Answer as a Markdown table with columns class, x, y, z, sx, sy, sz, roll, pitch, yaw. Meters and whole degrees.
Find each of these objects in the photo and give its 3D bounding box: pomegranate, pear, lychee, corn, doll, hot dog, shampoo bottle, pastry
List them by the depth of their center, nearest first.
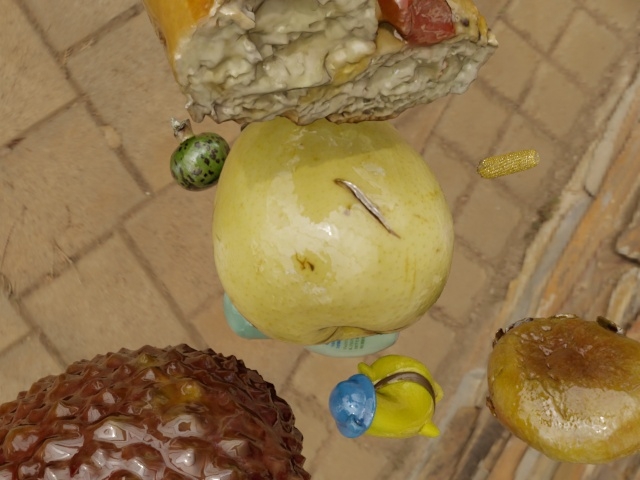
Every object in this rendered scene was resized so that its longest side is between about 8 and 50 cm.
| class | x | y | z | sx | sy | sz | roll | pitch | yaw |
| --- | --- | --- | --- | --- | --- | --- | --- | --- | --- |
| lychee | -0.125 | 0.203 | 0.655 | 0.304 | 0.276 | 0.276 | 8 | 93 | -16 |
| hot dog | -0.036 | -0.300 | 0.762 | 0.367 | 0.196 | 0.365 | -9 | 65 | -51 |
| corn | 0.226 | -0.094 | 1.072 | 0.028 | 0.083 | 0.027 | 48 | 44 | -34 |
| pear | 0.013 | -0.018 | 1.081 | 0.309 | 0.309 | 0.309 | -2 | 97 | -21 |
| pomegranate | -0.232 | -0.164 | 1.632 | 0.122 | 0.122 | 0.161 | -32 | 95 | -15 |
| doll | 0.137 | 0.301 | 1.641 | 0.199 | 0.363 | 0.145 | 40 | 110 | 19 |
| pastry | 0.483 | 0.272 | 1.667 | 0.356 | 0.356 | 0.164 | -11 | 123 | -20 |
| shampoo bottle | -0.020 | 0.126 | 1.757 | 0.349 | 0.151 | 0.222 | 0 | 100 | -9 |
